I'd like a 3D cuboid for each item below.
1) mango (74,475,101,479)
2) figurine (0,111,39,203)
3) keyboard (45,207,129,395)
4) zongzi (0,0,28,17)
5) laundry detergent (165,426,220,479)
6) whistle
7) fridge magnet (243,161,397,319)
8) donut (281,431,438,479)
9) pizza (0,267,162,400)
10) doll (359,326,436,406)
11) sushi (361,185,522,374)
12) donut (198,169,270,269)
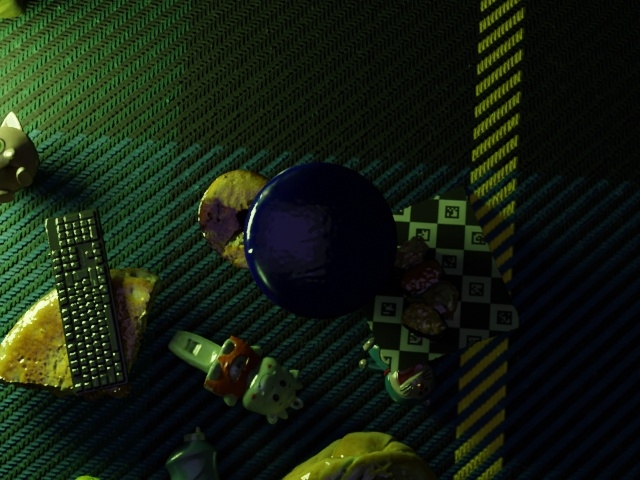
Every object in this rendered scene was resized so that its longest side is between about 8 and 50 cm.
[{"bbox_3d":[-0.405,0.447,1.661,0.073,0.056,0.108,32,83,10],"label":"mango"},{"bbox_3d":[-0.558,-0.142,1.730,0.125,0.125,0.138,-25,69,-6],"label":"figurine"},{"bbox_3d":[-0.396,0.101,1.659,0.101,0.018,0.310,-13,76,-1],"label":"keyboard"},{"bbox_3d":[-0.669,-0.410,1.775,0.250,0.125,0.274,23,82,10],"label":"zongzi"},{"bbox_3d":[-0.211,0.420,1.668,0.096,0.061,0.206,-4,80,0],"label":"laundry detergent"},{"bbox_3d":[-0.141,0.223,1.688,0.253,0.106,0.102,28,40,4],"label":"whistle"},{"bbox_3d":[0.000,0.000,1.664,0.265,0.112,0.265,0,88,-14],"label":"fridge magnet"},{"bbox_3d":[0.067,0.495,1.611,0.360,0.170,0.360,0,85,-4],"label":"donut"},{"bbox_3d":[-0.402,0.180,1.692,0.335,0.086,0.226,-33,79,-7],"label":"pizza"},{"bbox_3d":[0.141,0.224,1.702,0.114,0.085,0.152,-33,74,-11],"label":"doll"},{"bbox_3d":[0.181,0.055,1.709,0.264,0.050,0.290,-19,64,-4],"label":"sushi"},{"bbox_3d":[-0.124,-0.031,1.745,0.184,0.073,0.166,25,80,2],"label":"donut"}]
